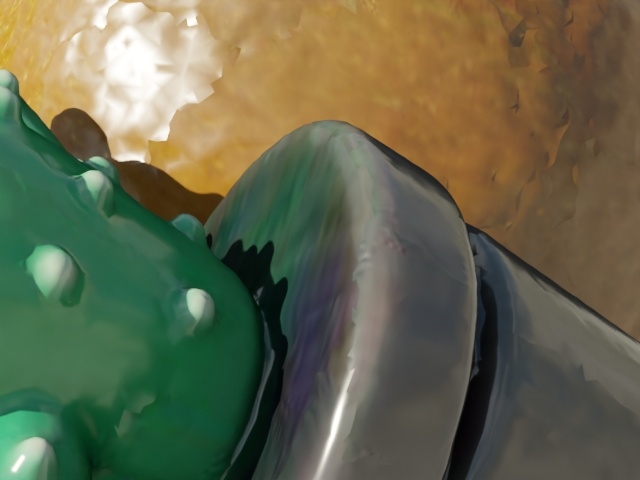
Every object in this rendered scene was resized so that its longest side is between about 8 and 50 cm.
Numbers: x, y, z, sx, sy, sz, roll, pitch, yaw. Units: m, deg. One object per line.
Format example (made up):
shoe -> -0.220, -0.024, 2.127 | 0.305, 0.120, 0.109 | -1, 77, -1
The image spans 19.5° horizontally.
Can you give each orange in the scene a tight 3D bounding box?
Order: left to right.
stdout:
orange -> 0.000, 0.000, 0.794 | 0.322, 0.357, 0.322 | 12, 12, -3

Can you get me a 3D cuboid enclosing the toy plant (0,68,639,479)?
toy plant -> -0.049, 0.051, 0.539 | 0.400, 0.279, 0.185 | 28, -35, -22
